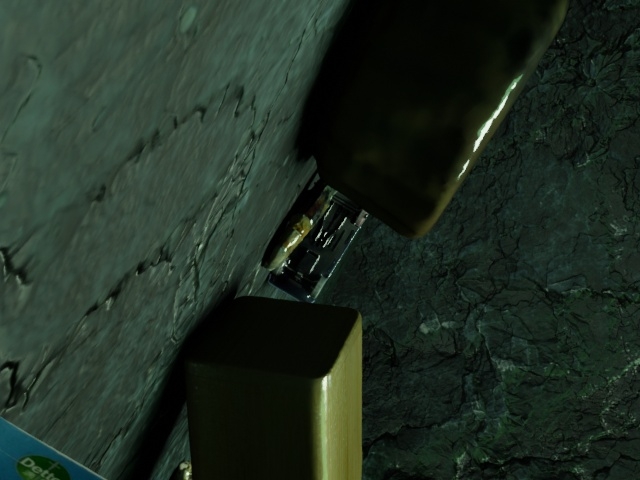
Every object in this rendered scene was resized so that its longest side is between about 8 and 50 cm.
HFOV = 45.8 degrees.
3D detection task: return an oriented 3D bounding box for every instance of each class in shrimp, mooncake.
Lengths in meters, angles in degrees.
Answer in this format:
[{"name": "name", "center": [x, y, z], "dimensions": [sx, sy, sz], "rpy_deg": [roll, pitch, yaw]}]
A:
[{"name": "shrimp", "center": [-0.021, -0.029, 0.911], "dimensions": [0.161, 0.034, 0.091], "rpy_deg": [-53, -176, -20]}, {"name": "mooncake", "center": [0.108, -0.153, 0.745], "dimensions": [0.290, 0.161, 0.290], "rpy_deg": [-58, 174, -10]}]

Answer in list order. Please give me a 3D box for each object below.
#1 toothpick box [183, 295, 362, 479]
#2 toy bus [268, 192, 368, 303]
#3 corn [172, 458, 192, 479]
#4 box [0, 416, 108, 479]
[{"name": "toothpick box", "center": [-0.042, 0.232, 0.796], "dimensions": [0.187, 0.190, 0.307], "rpy_deg": [-49, 141, -63]}, {"name": "toy bus", "center": [0.000, 0.000, 1.006], "dimensions": [0.167, 0.073, 0.076], "rpy_deg": [-58, 178, -2]}, {"name": "corn", "center": [-0.207, 0.420, 1.179], "dimensions": [0.210, 0.087, 0.087], "rpy_deg": [-66, 173, 28]}, {"name": "box", "center": [-0.139, 0.197, 0.319], "dimensions": [0.194, 0.139, 0.073], "rpy_deg": [-62, 176, 8]}]
